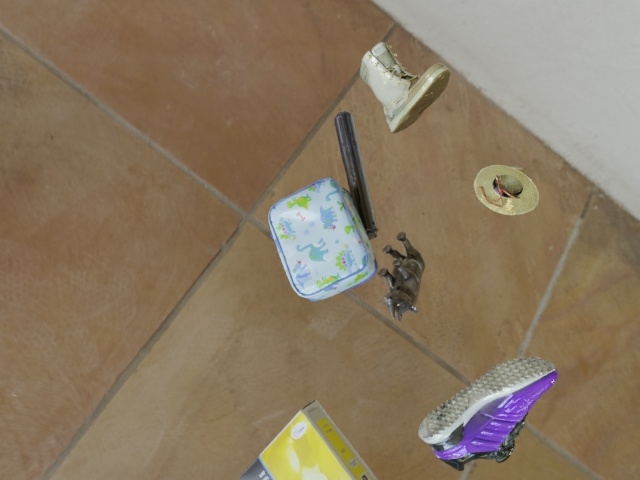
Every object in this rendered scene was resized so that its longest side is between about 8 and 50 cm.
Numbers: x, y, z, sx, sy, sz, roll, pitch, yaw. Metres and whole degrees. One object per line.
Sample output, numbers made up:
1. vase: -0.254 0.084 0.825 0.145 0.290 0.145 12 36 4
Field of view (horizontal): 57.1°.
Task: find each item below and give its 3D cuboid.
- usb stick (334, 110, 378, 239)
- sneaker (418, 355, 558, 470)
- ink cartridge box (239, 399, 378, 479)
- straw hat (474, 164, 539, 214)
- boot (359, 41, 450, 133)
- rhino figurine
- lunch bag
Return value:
1. usb stick: 0.075 -0.140 1.250 0.045 0.077 0.278 -12 80 3
2. sneaker: 0.351 0.350 1.159 0.293 0.102 0.146 -35 97 9
3. ink cartridge box: -0.001 0.525 1.174 0.072 0.304 0.307 -14 58 -49
4. straw hat: 0.396 -0.122 1.229 0.144 0.144 0.061 41 62 -5
5. boot: 0.159 -0.328 1.169 0.077 0.213 0.165 -26 82 -23
6. rhino figurine: 0.184 0.091 1.311 0.106 0.073 0.243 48 34 -20
7. lunch bag: 0.000 0.000 1.164 0.176 0.090 0.219 -28 69 13
